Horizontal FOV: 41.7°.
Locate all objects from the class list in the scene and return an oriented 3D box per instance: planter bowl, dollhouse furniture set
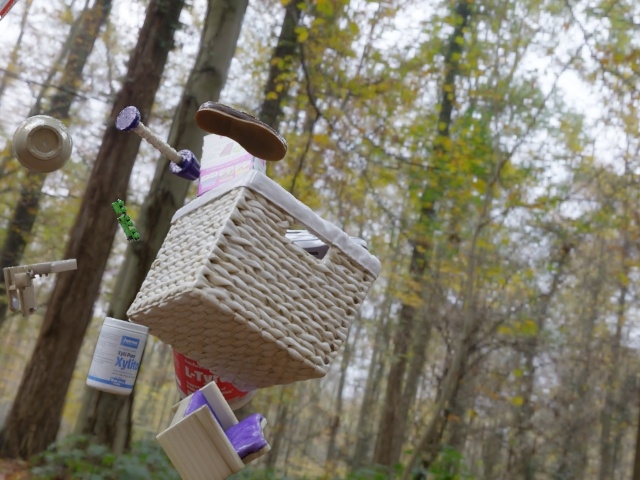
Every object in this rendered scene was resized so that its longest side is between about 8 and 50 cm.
[{"bbox_3d":[-0.758,-0.267,2.303,0.162,0.162,0.109,20,-5,-21],"label":"planter bowl"},{"bbox_3d":[-0.664,0.116,2.004,0.151,0.123,0.144,-7,1,14],"label":"dollhouse furniture set"}]

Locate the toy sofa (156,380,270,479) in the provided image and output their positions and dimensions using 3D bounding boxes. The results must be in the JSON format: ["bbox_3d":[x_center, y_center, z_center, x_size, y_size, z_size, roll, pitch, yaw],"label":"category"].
[{"bbox_3d":[-0.222,0.397,1.791,0.150,0.177,0.362,58,-5,-1],"label":"toy sofa"}]

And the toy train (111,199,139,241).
[{"bbox_3d":[-0.358,-0.035,1.540,0.024,0.083,0.017,-25,-4,-10],"label":"toy train"}]

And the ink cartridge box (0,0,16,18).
[{"bbox_3d":[-0.608,-0.509,1.678,0.045,0.179,0.145,41,-54,-21],"label":"ink cartridge box"}]

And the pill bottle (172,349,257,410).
[{"bbox_3d":[-0.271,0.237,2.169,0.229,0.229,0.407,10,-50,9],"label":"pill bottle"}]

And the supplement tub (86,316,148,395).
[{"bbox_3d":[-0.307,0.175,1.272,0.071,0.107,0.071,14,-8,2],"label":"supplement tub"}]

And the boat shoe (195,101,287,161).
[{"bbox_3d":[-0.160,-0.238,1.777,0.207,0.073,0.073,28,-61,-2],"label":"boat shoe"}]

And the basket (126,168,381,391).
[{"bbox_3d":[-0.128,0.090,1.575,0.328,0.266,0.331,36,-32,-22],"label":"basket"}]

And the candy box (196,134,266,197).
[{"bbox_3d":[-0.221,-0.193,2.134,0.159,0.233,0.071,-17,-45,16],"label":"candy box"}]

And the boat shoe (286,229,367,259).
[{"bbox_3d":[0.000,0.000,2.302,0.258,0.084,0.095,1,-32,0],"label":"boat shoe"}]

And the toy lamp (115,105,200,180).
[{"bbox_3d":[-0.407,-0.239,2.166,0.080,0.080,0.275,0,-25,37],"label":"toy lamp"}]
